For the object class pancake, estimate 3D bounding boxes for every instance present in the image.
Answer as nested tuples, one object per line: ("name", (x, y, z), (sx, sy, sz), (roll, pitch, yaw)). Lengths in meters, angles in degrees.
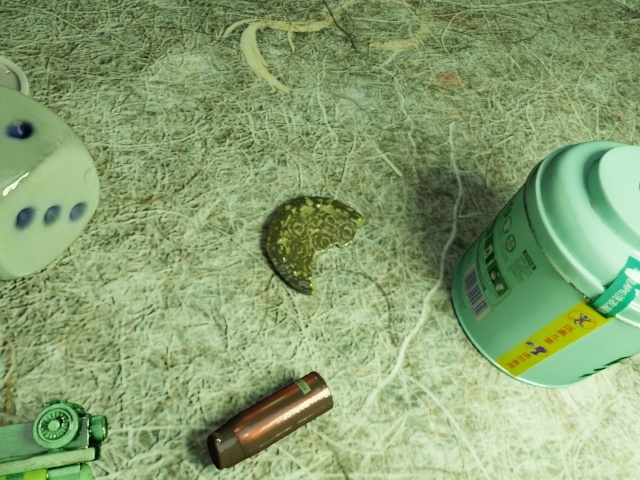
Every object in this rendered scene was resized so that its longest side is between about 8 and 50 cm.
("pancake", (0.000, 0.000, 0.809), (0.190, 0.020, 0.184), (-14, 61, -20))

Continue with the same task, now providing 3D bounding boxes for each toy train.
("toy train", (-0.341, 0.251, 0.529), (0.200, 0.083, 0.132), (-4, 69, -16))

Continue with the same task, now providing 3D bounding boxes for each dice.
("dice", (-0.434, -0.076, 0.648), (0.194, 0.193, 0.192), (26, 54, 6))

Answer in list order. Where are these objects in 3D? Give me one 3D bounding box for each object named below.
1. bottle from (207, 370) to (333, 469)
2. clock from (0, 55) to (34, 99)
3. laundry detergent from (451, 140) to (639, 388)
("bottle", (-0.064, 0.231, 0.619), (0.164, 0.060, 0.060), (-23, 65, -25))
("clock", (-0.574, -0.219, 0.785), (0.196, 0.068, 0.197), (6, 56, -9))
("laundry detergent", (0.385, 0.031, 0.706), (0.286, 0.305, 0.288), (6, 56, -10))
